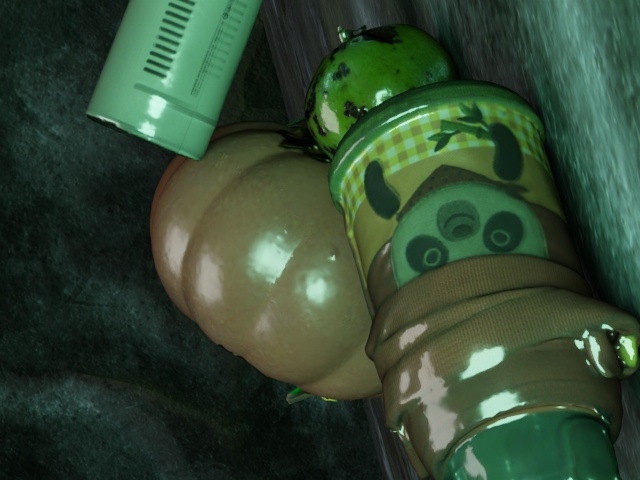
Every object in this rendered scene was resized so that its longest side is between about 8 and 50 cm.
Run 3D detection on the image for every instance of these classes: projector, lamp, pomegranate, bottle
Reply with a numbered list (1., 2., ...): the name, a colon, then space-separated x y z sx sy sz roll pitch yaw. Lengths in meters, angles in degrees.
1. projector: -0.087 -0.237 1.319 0.108 0.108 0.337 -161 93 -86
2. lamp: 0.000 0.000 1.420 0.305 0.239 0.305 30 -172 -4
3. pomegranate: 0.060 -0.091 1.191 0.161 0.122 0.122 44 178 -4
4. bottle: 0.101 0.048 0.885 0.156 0.143 0.271 -46 48 40

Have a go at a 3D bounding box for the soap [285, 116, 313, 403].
1. soap: 0.012 0.008 1.653 0.098 0.218 0.273 12 -124 -76
